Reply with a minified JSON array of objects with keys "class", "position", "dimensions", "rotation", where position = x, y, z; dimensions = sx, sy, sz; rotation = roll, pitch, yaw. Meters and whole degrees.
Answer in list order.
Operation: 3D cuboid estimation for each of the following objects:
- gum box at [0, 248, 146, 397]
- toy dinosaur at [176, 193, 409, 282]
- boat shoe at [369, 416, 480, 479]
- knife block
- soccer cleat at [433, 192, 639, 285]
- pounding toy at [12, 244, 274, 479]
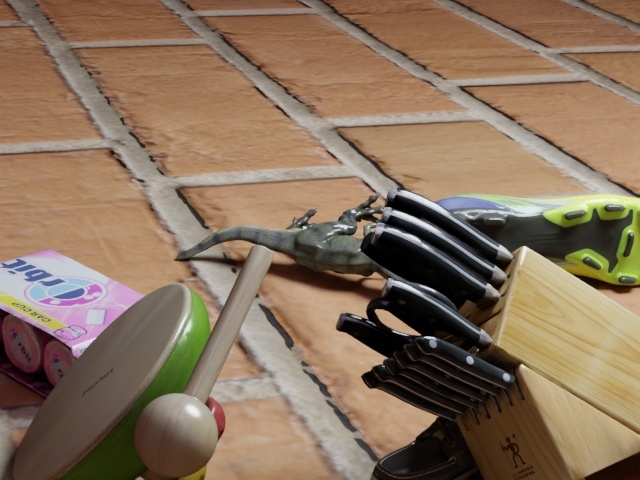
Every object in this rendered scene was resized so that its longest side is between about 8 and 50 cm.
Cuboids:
[{"class":"gum box","position":[-0.217,0.073,1.187],"dimensions":[0.188,0.062,0.107],"rotation":[21,28,40]},{"class":"toy dinosaur","position":[0.000,0.000,1.419],"dimensions":[0.268,0.064,0.118],"rotation":[8,28,20]},{"class":"boat shoe","position":[0.100,0.150,1.052],"dimensions":[0.152,0.049,0.056],"rotation":[-14,26,-38]},{"class":"knife block","position":[0.152,0.062,1.038],"dimensions":[0.276,0.242,0.088],"rotation":[-14,-15,-37]},{"class":"soccer cleat","position":[0.234,-0.010,1.431],"dimensions":[0.289,0.093,0.121],"rotation":[1,15,-7]},{"class":"pounding toy","position":[-0.103,0.125,0.990],"dimensions":[0.237,0.110,0.183],"rotation":[-25,29,49]}]
